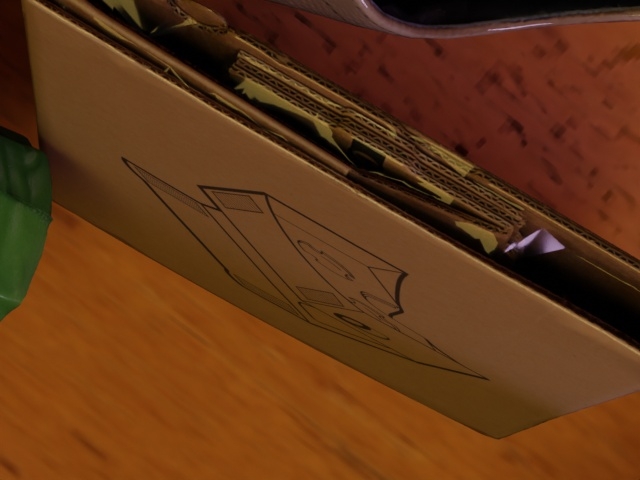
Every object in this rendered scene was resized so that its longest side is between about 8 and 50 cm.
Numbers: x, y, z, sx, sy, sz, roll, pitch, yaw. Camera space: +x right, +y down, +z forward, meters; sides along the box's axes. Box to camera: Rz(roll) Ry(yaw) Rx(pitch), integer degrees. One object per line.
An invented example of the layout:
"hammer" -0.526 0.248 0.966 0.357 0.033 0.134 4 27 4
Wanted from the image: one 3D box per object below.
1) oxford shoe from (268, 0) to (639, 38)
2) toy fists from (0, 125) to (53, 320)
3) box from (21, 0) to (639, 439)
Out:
"oxford shoe" -0.024 -0.117 0.402 0.364 0.132 0.130 4 118 0
"toy fists" -0.207 -0.039 0.497 0.279 0.096 0.142 2 155 37
"box" 0.000 0.000 0.471 0.164 0.201 0.021 30 77 -1
